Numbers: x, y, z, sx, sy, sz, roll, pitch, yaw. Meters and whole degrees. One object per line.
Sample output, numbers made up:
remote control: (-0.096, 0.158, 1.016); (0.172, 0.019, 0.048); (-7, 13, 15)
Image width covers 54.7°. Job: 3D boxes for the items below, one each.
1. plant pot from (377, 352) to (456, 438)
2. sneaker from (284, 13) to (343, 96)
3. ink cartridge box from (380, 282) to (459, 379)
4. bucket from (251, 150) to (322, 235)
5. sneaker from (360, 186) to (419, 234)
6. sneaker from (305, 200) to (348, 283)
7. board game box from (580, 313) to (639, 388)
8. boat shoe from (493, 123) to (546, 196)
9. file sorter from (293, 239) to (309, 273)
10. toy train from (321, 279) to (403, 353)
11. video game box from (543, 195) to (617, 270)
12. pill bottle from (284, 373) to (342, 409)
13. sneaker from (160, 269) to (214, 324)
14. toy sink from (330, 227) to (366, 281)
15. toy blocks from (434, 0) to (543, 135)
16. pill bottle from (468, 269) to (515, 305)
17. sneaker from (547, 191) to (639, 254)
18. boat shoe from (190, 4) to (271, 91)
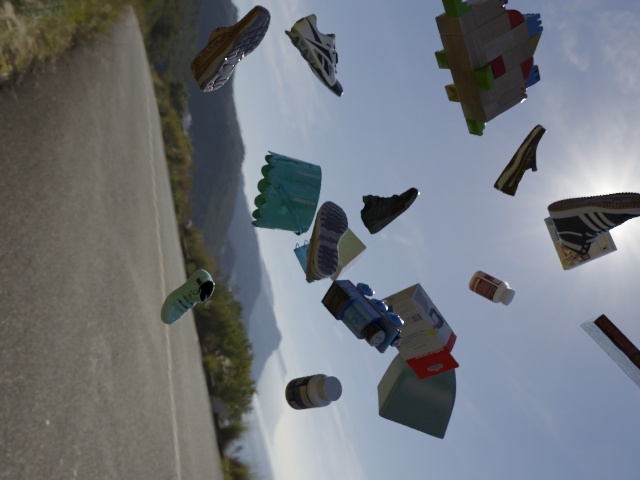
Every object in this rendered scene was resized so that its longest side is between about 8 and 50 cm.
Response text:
plant pot: (0.368, 0.520, 2.265); (0.248, 0.247, 0.252); (-74, -176, -77)
sneaker: (0.020, -0.681, 2.284); (0.330, 0.146, 0.122); (50, 0, -37)
ink cartridge box: (0.261, 0.242, 1.632); (0.231, 0.134, 0.078); (55, 36, -9)
bucket: (-0.115, -0.154, 2.076); (0.281, 0.183, 0.281); (-168, -90, -78)
sneaker: (0.232, -0.136, 2.163); (0.130, 0.228, 0.087); (53, 0, -7)
sneaker: (0.000, 0.000, 1.823); (0.115, 0.105, 0.281); (-37, -152, 45)
board game box: (0.968, 0.379, 1.923); (0.347, 0.056, 0.208); (49, -3, 15)
boat shoe: (0.699, -0.266, 2.104); (0.257, 0.095, 0.095); (-59, 168, 20)
file sorter: (-0.008, 0.042, 2.593); (0.118, 0.170, 0.104); (63, -17, 16)
toy train: (0.090, 0.156, 1.293); (0.184, 0.105, 0.080); (47, -61, 33)
video game box: (0.906, -0.022, 2.165); (0.187, 0.048, 0.205); (-30, -115, 38)
pill bottle: (-0.013, 0.306, 1.255); (0.120, 0.067, 0.067); (-24, -103, 47)
sneaker: (-0.510, 0.229, 2.371); (0.094, 0.256, 0.151); (43, -8, -26)
toy sink: (0.064, 0.037, 2.299); (0.153, 0.131, 0.234); (48, -16, 9)
toy blocks: (0.469, -0.503, 1.626); (0.191, 0.261, 0.381); (33, -28, 59)
pill bottle: (0.630, 0.178, 2.272); (0.152, 0.086, 0.086); (30, -38, 33)
sneaker: (0.784, -0.043, 1.715); (0.282, 0.099, 0.153); (-2, -65, 47)
boat shoe: (-0.286, -0.597, 1.878); (0.116, 0.324, 0.123); (53, 22, 8)
